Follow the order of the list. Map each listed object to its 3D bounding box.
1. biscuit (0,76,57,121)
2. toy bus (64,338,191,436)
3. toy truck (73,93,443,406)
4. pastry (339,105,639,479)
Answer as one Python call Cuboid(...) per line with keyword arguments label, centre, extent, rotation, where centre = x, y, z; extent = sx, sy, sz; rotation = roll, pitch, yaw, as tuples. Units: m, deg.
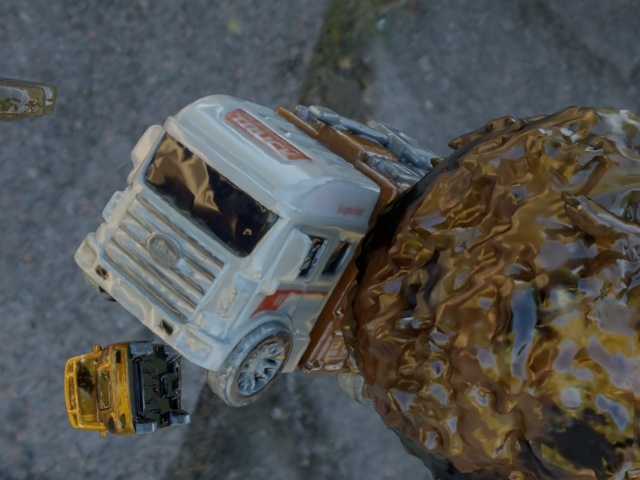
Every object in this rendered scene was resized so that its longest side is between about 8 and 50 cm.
Cuboid(label="biscuit", centre=(-0.367, -0.145, 1.419), extent=(0.183, 0.320, 0.047), rotation=(4, 96, -3))
Cuboid(label="toy bus", centre=(-0.150, 0.114, 1.102), extent=(0.162, 0.074, 0.070), rotation=(32, 53, -81))
Cuboid(label="toy truck", centre=(0.000, 0.000, 1.135), extent=(0.173, 0.207, 0.387), rotation=(36, 14, 27))
Cuboid(label="pastry", centre=(0.178, 0.061, 0.917), extent=(0.337, 0.405, 0.292), rotation=(29, 80, -37))
